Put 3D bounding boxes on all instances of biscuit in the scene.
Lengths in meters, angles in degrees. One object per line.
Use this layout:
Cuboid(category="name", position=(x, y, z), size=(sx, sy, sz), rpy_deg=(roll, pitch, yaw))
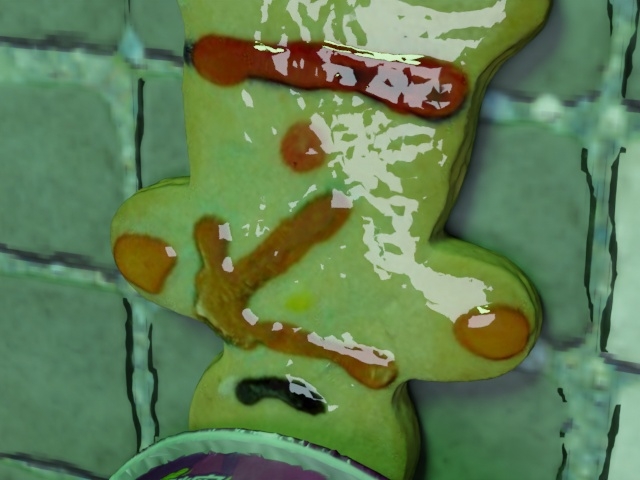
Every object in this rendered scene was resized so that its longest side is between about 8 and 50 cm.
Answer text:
Cuboid(category="biscuit", position=(0.000, 0.000, 0.418), size=(0.153, 0.030, 0.234), rpy_deg=(16, 112, 18))

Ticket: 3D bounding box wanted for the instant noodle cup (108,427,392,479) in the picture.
Cuboid(category="instant noodle cup", position=(-0.052, 0.210, 0.384), size=(0.251, 0.190, 0.251), rpy_deg=(16, 118, 32))
